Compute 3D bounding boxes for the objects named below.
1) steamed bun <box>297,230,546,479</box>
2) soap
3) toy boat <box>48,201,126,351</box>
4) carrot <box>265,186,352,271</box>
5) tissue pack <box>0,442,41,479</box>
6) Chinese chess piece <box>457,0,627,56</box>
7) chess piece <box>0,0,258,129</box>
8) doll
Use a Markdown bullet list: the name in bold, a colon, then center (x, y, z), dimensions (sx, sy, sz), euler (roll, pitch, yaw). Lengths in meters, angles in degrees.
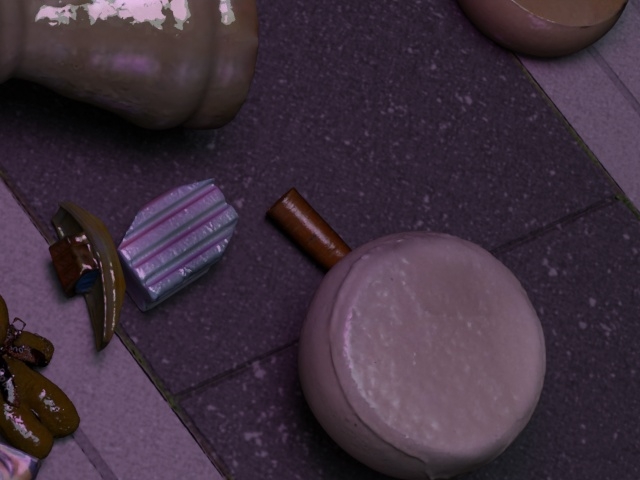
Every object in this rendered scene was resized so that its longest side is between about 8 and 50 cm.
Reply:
- **steamed bun**: center (0.103, 0.133, 1.837), dimensions (0.283, 0.177, 0.283), euler (8, 69, -20)
- **soap**: center (-0.164, -0.001, 1.860), dimensions (0.149, 0.056, 0.100), euler (-35, 87, -27)
- **toy boat**: center (-0.255, 0.037, 1.807), dimensions (0.066, 0.065, 0.172), euler (-12, 69, -31)
- **carrot**: center (0.000, 0.000, 1.926), dimensions (0.139, 0.048, 0.048), euler (44, 62, 0)
- **tissue pack**: center (-0.361, 0.274, 1.677), dimensions (0.109, 0.060, 0.148), euler (24, 65, -9)
- **Chinese chess piece**: center (0.283, -0.358, 2.144), dimensions (0.251, 0.097, 0.250), euler (8, 67, -18)
- **chess piece**: center (-0.302, -0.229, 1.764), dimensions (0.442, 0.234, 0.234), euler (-4, 71, -33)
- **doll**: center (-0.334, 0.130, 1.728), dimensions (0.209, 0.097, 0.137), euler (46, 56, -5)
